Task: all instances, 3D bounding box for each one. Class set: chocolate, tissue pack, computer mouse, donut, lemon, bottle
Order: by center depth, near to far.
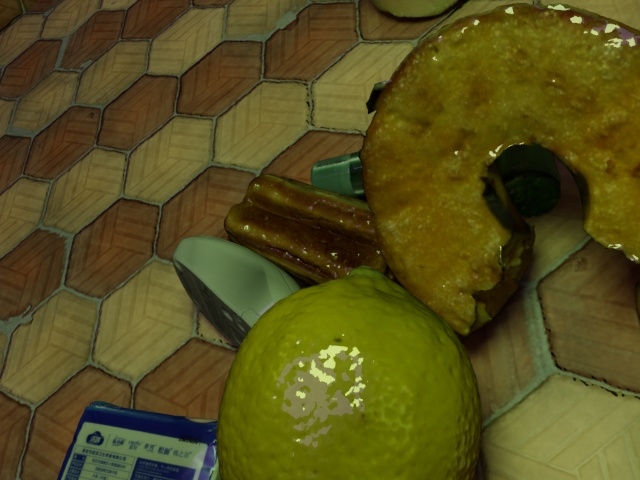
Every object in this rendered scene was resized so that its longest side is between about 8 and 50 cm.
[{"bbox_3d":[0.035,0.213,0.782,0.336,0.336,0.335,-14,54,20],"label":"lemon"},{"bbox_3d":[0.268,-0.101,0.816,0.435,0.377,0.163,-17,9,34],"label":"donut"},{"bbox_3d":[-0.238,0.354,0.952,0.270,0.137,0.209,-1,59,25],"label":"tissue pack"},{"bbox_3d":[-0.108,0.087,1.025,0.121,0.184,0.297,-38,44,-19],"label":"computer mouse"},{"bbox_3d":[0.299,-0.179,1.030,0.110,0.110,0.291,-14,52,21],"label":"chocolate"},{"bbox_3d":[0.126,-0.119,1.095,0.286,0.082,0.082,-9,56,24],"label":"bottle"}]

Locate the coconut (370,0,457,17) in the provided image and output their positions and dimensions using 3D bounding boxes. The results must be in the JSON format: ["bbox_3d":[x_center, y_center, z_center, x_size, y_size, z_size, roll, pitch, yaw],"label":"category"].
[{"bbox_3d":[0.167,-0.617,1.251,0.298,0.309,0.297,-14,53,20],"label":"coconut"}]

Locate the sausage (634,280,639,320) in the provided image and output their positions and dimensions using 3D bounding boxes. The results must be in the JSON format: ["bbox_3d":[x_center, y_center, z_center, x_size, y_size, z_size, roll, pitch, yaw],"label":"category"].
[{"bbox_3d":[0.411,0.164,0.741,0.109,0.109,0.270,-1,59,28],"label":"sausage"}]

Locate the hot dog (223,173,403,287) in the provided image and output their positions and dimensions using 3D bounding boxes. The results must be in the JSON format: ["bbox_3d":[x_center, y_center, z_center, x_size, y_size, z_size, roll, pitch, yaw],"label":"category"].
[{"bbox_3d":[0.000,0.000,1.059,0.349,0.117,0.158,20,72,33],"label":"hot dog"}]
